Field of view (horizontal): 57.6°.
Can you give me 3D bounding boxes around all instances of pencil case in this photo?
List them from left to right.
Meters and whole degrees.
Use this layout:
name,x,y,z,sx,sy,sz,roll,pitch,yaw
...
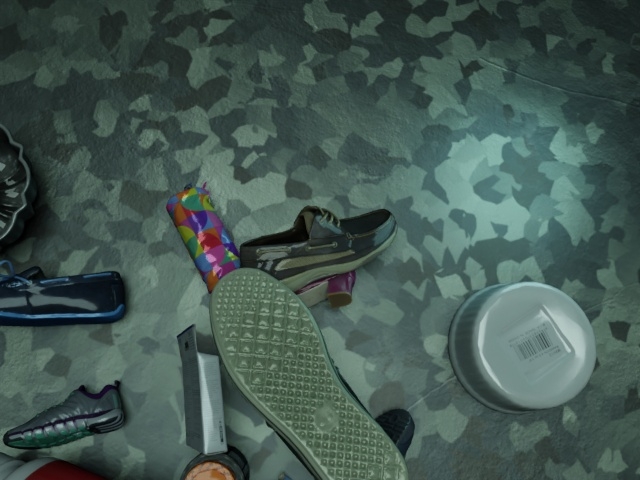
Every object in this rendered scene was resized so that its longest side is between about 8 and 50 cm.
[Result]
name,x,y,z,sx,sy,sz,roll,pitch,yaw
pencil case,-0.237,-0.005,1.227,0.105,0.104,0.236,-26,80,-9

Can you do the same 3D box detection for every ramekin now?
name,x,y,z,sx,sy,sz,roll,pitch,yaw
ramekin,0.414,0.214,1.187,0.277,0.135,0.277,1,76,-3

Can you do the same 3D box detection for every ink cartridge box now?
name,x,y,z,sx,sy,sz,roll,pitch,yaw
ink cartridge box,-0.226,0.277,1.095,0.045,0.223,0.223,-4,78,-22

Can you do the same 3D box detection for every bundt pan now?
name,x,y,z,sx,sy,sz,roll,pitch,yaw
bundt pan,-0.745,-0.094,1.207,0.331,0.124,0.330,1,76,-2

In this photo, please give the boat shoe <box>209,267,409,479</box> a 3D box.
name,x,y,z,sx,sy,sz,roll,pitch,yaw
boat shoe,-0.037,0.270,1.050,0.187,0.156,0.500,-34,77,-20

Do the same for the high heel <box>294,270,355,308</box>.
name,x,y,z,sx,sy,sz,roll,pitch,yaw
high heel,-0.047,0.097,1.240,0.244,0.082,0.117,-11,34,12

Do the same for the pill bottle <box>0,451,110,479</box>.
name,x,y,z,sx,sy,sz,roll,pitch,yaw
pill bottle,-0.439,0.519,1.003,0.408,0.229,0.228,16,76,14

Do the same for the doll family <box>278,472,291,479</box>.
name,x,y,z,sx,sy,sz,roll,pitch,yaw
doll family,-0.078,0.544,1.114,0.111,0.076,0.193,37,74,11

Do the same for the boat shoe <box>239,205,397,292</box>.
name,x,y,z,sx,sy,sz,roll,pitch,yaw
boat shoe,0.000,0.000,1.183,0.356,0.132,0.130,-24,114,-20

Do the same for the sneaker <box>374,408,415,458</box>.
name,x,y,z,sx,sy,sz,roll,pitch,yaw
sneaker,0.101,0.486,1.137,0.131,0.112,0.319,46,71,-22

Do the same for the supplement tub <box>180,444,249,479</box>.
name,x,y,z,sx,sy,sz,roll,pitch,yaw
supplement tub,-0.193,0.443,1.071,0.117,0.190,0.116,1,77,-2

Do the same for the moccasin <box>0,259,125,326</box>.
name,x,y,z,sx,sy,sz,roll,pitch,yaw
moccasin,-0.574,0.110,1.179,0.342,0.138,0.116,3,71,-17

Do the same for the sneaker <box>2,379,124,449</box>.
name,x,y,z,sx,sy,sz,roll,pitch,yaw
sneaker,-0.503,0.344,1.150,0.224,0.083,0.098,-10,56,-10
